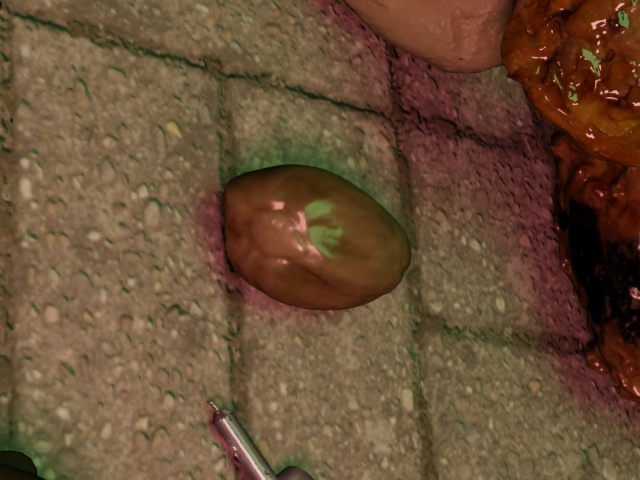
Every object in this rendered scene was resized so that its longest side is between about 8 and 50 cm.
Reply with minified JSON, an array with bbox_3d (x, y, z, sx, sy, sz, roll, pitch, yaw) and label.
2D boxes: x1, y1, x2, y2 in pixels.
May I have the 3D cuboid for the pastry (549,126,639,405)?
[{"bbox_3d":[0.377,-0.033,1.326,0.337,0.292,0.405,24,70,-21],"label":"pastry"}]

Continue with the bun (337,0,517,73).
[{"bbox_3d":[0.126,-0.344,1.259,0.359,0.211,0.360,16,65,-39],"label":"bun"}]

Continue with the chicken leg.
[{"bbox_3d":[0.246,-0.279,1.138,0.295,0.182,0.409,32,68,-25],"label":"chicken leg"}]

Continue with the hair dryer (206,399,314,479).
[{"bbox_3d":[-0.055,0.168,1.039,0.063,0.037,0.114,-35,92,-42],"label":"hair dryer"}]

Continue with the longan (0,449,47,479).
[{"bbox_3d":[-0.212,0.195,0.802,0.185,0.159,0.204,29,31,-9],"label":"longan"}]

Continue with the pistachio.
[{"bbox_3d":[0.000,0.000,1.103,0.185,0.126,0.108,23,103,-38],"label":"pistachio"}]
